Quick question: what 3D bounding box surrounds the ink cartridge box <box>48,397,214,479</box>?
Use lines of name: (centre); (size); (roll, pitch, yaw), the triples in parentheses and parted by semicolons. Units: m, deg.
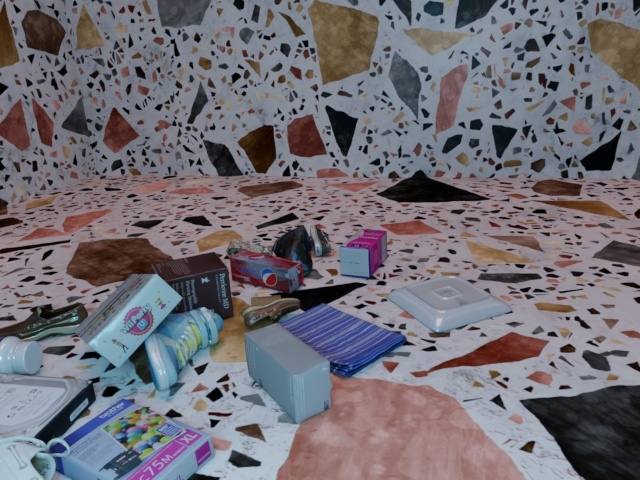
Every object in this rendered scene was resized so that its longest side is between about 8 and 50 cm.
ink cartridge box: (-0.391, 0.413, 1.072); (0.311, 0.065, 0.186); (7, 21, 31)

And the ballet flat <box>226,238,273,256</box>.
ballet flat: (-0.278, 0.053, 2.075); (0.241, 0.091, 0.077); (11, 54, 45)

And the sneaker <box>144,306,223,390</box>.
sneaker: (-0.346, 0.261, 1.397); (0.208, 0.127, 0.319); (-11, 21, -17)

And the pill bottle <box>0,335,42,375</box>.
pill bottle: (-0.822, 0.301, 1.375); (0.186, 0.112, 0.112); (-2, 19, 4)

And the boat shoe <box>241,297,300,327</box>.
boat shoe: (-0.142, 0.218, 1.596); (0.178, 0.064, 0.060); (-12, 55, -15)

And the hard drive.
hard drive: (-0.717, 0.385, 1.194); (0.338, 0.064, 0.237); (0, 19, 12)

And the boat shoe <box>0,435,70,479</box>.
boat shoe: (-0.531, 0.418, 0.965); (0.367, 0.136, 0.156); (19, 29, 41)

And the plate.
plate: (0.387, 0.175, 1.646); (0.277, 0.045, 0.278); (-11, 21, -22)

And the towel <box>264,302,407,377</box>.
towel: (0.037, 0.257, 1.478); (0.243, 0.040, 0.336); (-19, 25, -40)

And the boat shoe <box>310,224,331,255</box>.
boat shoe: (0.000, 0.000, 2.170); (0.070, 0.078, 0.219); (-6, 28, -7)

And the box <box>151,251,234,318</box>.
box: (-0.392, 0.152, 1.645); (0.203, 0.169, 0.167); (-12, 21, -22)

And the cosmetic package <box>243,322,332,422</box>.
cosmetic package: (-0.078, 0.298, 1.248); (0.107, 0.127, 0.238); (-14, 20, -28)

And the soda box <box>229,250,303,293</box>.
soda box: (-0.188, 0.105, 1.861); (0.263, 0.092, 0.083); (10, 24, 32)

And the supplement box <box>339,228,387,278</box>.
supplement box: (0.160, 0.043, 1.958); (0.111, 0.114, 0.220); (4, 19, 23)

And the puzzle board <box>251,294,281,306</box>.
puzzle board: (-0.171, 0.207, 1.695); (0.096, 0.011, 0.128); (-4, 20, -6)

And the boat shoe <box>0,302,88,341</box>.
boat shoe: (-0.821, 0.235, 1.585); (0.257, 0.095, 0.095); (-11, 21, -21)

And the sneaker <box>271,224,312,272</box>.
sneaker: (-0.110, 0.051, 2.014); (0.139, 0.125, 0.341); (-21, 14, 7)

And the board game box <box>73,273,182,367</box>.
board game box: (-0.506, 0.194, 1.397); (0.224, 0.097, 0.303); (-50, 20, -22)
